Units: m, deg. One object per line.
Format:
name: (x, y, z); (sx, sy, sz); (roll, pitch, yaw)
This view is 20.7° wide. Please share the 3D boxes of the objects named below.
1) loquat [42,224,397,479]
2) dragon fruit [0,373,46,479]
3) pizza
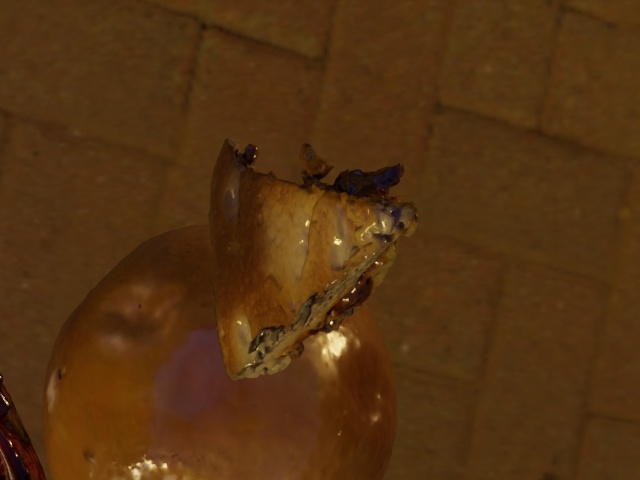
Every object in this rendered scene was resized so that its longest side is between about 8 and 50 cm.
loquat: (-0.090, 0.150, 1.535); (0.328, 0.328, 0.328); (0, 90, -28)
dragon fruit: (-0.225, 0.092, 0.978); (0.120, 0.127, 0.161); (-16, 95, -2)
pizza: (0.001, 0.001, 1.074); (0.069, 0.194, 0.154); (6, 76, -39)
